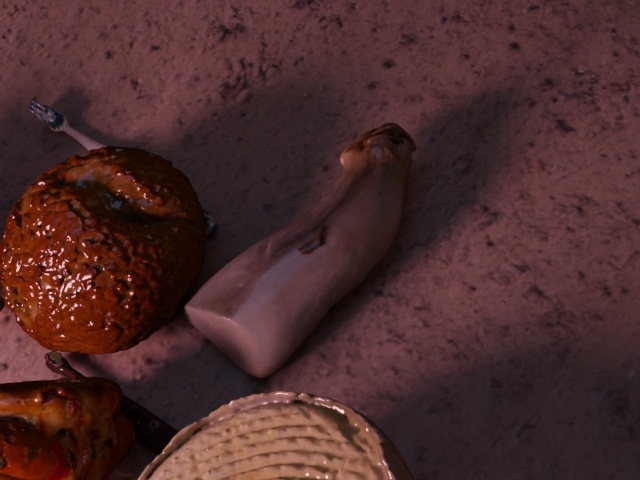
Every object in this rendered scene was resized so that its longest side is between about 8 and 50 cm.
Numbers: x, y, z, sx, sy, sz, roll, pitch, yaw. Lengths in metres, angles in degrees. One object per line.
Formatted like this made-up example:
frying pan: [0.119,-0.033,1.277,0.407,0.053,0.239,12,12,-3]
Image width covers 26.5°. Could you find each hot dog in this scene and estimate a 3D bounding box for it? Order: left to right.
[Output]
hot dog: [-0.324,0.232,1.631,0.153,0.257,0.150,4,93,42]

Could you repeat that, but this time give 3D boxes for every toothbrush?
toothbrush: [-0.299,-0.111,2.049,0.418,0.040,0.042,34,90,29]
toothbrush: [-0.234,0.234,1.755,0.364,0.041,0.041,30,65,32]

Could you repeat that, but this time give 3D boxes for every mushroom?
mushroom: [0.001,-0.001,1.827,0.397,0.126,0.177,-42,46,-14]

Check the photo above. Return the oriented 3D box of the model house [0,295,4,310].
model house: [-0.577,0.027,1.911,0.301,0.190,0.271,16,57,24]

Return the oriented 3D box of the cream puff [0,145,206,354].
cream puff: [-0.301,-0.004,1.848,0.303,0.212,0.303,-9,45,9]

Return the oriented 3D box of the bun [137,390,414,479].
bun: [-0.047,0.359,1.505,0.364,0.202,0.364,-12,48,13]
